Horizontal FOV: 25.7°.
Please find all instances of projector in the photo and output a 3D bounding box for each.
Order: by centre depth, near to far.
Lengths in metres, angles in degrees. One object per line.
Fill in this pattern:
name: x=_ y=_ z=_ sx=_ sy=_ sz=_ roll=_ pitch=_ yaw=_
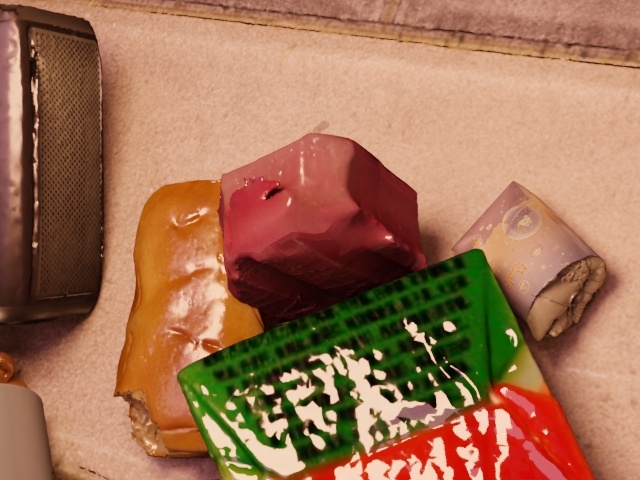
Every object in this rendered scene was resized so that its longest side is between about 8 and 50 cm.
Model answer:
projector: x=-0.504 y=-0.101 z=1.850 sx=0.395 sy=0.242 sz=0.405 roll=1 pitch=91 yaw=21

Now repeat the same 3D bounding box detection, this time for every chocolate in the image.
chocolate: x=0.075 y=0.233 z=1.491 sx=0.360 sy=0.161 sz=0.341 roll=-22 pitch=61 yaw=-2

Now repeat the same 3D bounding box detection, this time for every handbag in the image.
handbag: x=0.242 y=0.029 z=1.579 sx=0.117 sy=0.095 sz=0.173 roll=-49 pitch=49 yaw=10

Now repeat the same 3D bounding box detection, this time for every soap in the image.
soap: x=0.000 y=0.000 z=1.576 sx=0.220 sy=0.325 sz=0.127 roll=-23 pitch=66 yaw=21

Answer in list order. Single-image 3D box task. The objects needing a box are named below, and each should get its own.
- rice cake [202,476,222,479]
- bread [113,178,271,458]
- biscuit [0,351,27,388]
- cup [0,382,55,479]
rice cake: x=-0.201 y=0.321 z=1.721 sx=0.270 sy=0.049 sz=0.055 roll=-10 pitch=89 yaw=25
bread: x=-0.148 y=0.099 z=1.718 sx=0.195 sy=0.149 sz=0.343 roll=-6 pitch=69 yaw=27
biscuit: x=-0.468 y=0.171 z=1.850 sx=0.134 sy=0.184 sz=0.027 roll=-10 pitch=41 yaw=14
cup: x=-0.423 y=0.354 z=1.737 sx=0.206 sy=0.205 sz=0.312 roll=-25 pitch=63 yaw=18
